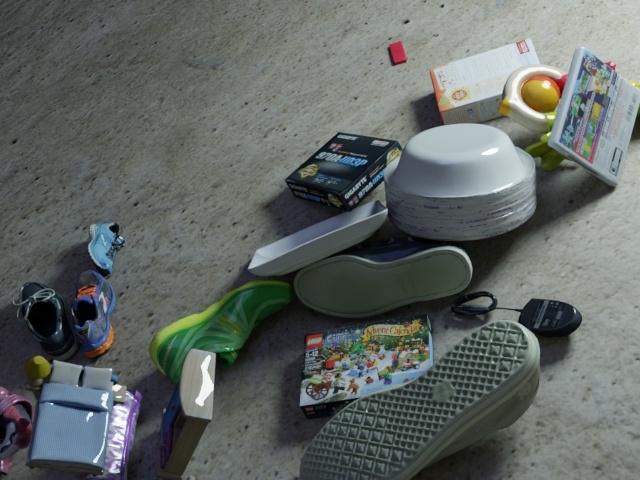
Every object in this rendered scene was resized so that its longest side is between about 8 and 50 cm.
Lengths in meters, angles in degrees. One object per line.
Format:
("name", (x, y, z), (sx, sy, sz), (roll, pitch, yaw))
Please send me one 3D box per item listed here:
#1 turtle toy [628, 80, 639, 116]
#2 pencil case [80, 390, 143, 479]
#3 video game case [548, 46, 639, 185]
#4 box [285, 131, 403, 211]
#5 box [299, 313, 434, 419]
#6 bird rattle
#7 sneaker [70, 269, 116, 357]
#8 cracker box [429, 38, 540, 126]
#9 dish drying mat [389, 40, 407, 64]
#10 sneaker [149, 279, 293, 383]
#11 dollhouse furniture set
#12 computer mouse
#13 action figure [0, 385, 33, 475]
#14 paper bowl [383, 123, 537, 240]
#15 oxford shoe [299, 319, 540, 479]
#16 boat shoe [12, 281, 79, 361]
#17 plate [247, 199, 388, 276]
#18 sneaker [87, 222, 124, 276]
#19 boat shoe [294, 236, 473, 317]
("turtle toy", (0.637, -0.269, 1.893), (0.130, 0.066, 0.095), (-21, 50, 5))
("pencil case", (-0.372, 0.366, 1.717), (0.088, 0.086, 0.206), (-26, 41, 22))
("video game case", (0.514, -0.229, 1.794), (0.023, 0.183, 0.201), (-1, 66, 57))
("box", (0.050, -0.148, 2.013), (0.175, 0.051, 0.220), (-43, 30, -18))
("box", (0.082, 0.220, 1.686), (0.233, 0.044, 0.159), (-11, 45, 14))
("bird rattle", (0.464, -0.280, 1.891), (0.206, 0.143, 0.254), (26, 67, 7))
("sneaker", (-0.474, 0.135, 1.989), (0.083, 0.087, 0.221), (-23, 43, 1))
("cracker box", (0.363, -0.336, 2.082), (0.232, 0.067, 0.156), (-16, 45, 11))
("dish drying mat", (0.187, -0.452, 2.317), (0.032, 0.008, 0.083), (-17, 43, 8))
("sneaker", (-0.174, 0.176, 1.823), (0.295, 0.109, 0.124), (-30, 69, -10))
("dollhouse furniture set", (-0.349, 0.307, 1.583), (0.303, 0.198, 0.287), (13, 43, -15))
("computer mouse", (0.338, 0.131, 1.671), (0.242, 0.041, 0.071), (7, 53, 38))
("action figure", (-0.648, 0.344, 1.833), (0.370, 0.248, 0.275), (1, 22, 26))
("paper bowl", (0.259, -0.122, 1.800), (0.284, 0.148, 0.284), (-7, 25, 3))
("oxford shoe", (0.166, 0.293, 1.531), (0.449, 0.130, 0.169), (-35, 48, 11))
("boat shoe", (-0.587, 0.154, 2.026), (0.095, 0.079, 0.254), (-32, 44, -7))
("plate", (0.000, 0.000, 1.855), (0.277, 0.045, 0.277), (-23, 6, 2))
("sneaker", (-0.471, 0.011, 2.126), (0.073, 0.063, 0.162), (-18, 44, 2))
("boat shoe", (0.120, 0.056, 1.785), (0.339, 0.127, 0.113), (-15, 15, 23))
